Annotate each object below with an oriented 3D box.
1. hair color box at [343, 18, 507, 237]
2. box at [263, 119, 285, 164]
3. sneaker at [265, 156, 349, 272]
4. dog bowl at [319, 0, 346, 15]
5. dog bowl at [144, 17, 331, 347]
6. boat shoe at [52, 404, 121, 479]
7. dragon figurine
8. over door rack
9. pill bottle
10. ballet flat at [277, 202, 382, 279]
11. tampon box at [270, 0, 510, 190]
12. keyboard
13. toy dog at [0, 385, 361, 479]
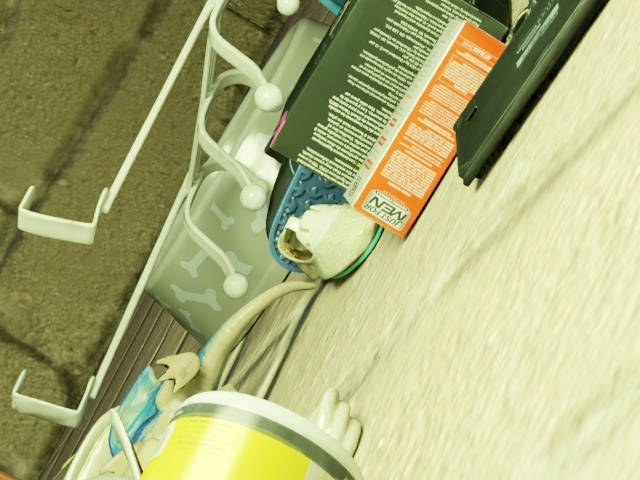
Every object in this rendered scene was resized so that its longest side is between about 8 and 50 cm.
[{"bbox_3d":[0.070,-0.075,1.304,0.141,0.043,0.072,-58,7,5],"label":"hair color box"},{"bbox_3d":[0.041,-0.147,1.678,0.180,0.077,0.147,-50,11,53],"label":"box"},{"bbox_3d":[0.021,-0.088,1.560,0.232,0.081,0.090,-59,14,15],"label":"sneaker"},{"bbox_3d":[0.034,-0.302,2.096,0.074,0.166,0.297,-49,6,-6],"label":"dog bowl"},{"bbox_3d":[-0.053,-0.060,1.911,0.349,0.102,0.349,-57,7,11],"label":"dog bowl"},{"bbox_3d":[-0.223,0.282,1.641,0.324,0.116,0.097,-58,1,-19],"label":"boat shoe"},{"bbox_3d":[-0.113,0.146,1.514,0.289,0.085,0.144,-63,8,-15],"label":"dragon figurine"},{"bbox_3d":[-0.110,-0.024,1.530,0.324,0.108,0.239,-54,-16,-40],"label":"over door rack"},{"bbox_3d":[-0.058,0.170,0.930,0.184,0.103,0.103,-63,8,-27],"label":"pill bottle"},{"bbox_3d":[0.000,0.000,1.457,0.057,0.052,0.168,-61,7,-14],"label":"ballet flat"},{"bbox_3d":[0.050,-0.123,1.410,0.161,0.101,0.120,-57,6,20],"label":"tampon box"},{"bbox_3d":[0.132,-0.121,1.149,0.180,0.023,0.108,-56,14,24],"label":"keyboard"},{"bbox_3d":[-0.126,0.179,1.150,0.220,0.161,0.334,-63,8,-27],"label":"toy dog"}]
